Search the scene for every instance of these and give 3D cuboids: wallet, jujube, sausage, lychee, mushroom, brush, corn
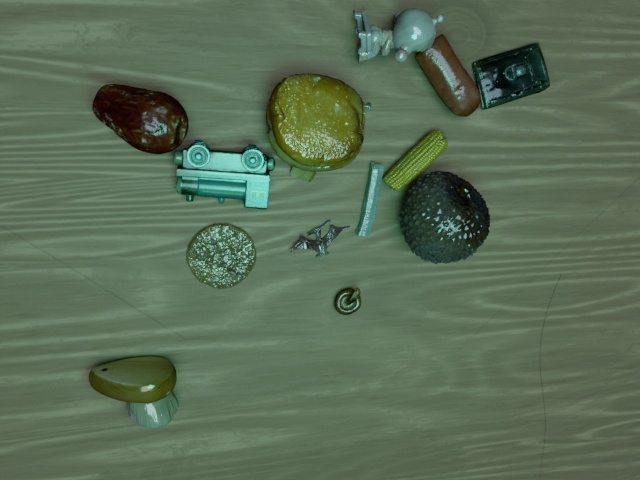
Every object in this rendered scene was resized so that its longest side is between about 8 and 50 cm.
[{"bbox_3d":[0.624,-0.539,1.680,0.236,0.055,0.160,-19,99,-6],"label":"wallet"},{"bbox_3d":[-0.500,-0.346,1.429,0.255,0.190,0.190,27,96,-3],"label":"jujube"},{"bbox_3d":[0.406,-0.507,1.612,0.113,0.113,0.259,-39,105,-1],"label":"sausage"},{"bbox_3d":[0.389,-0.073,1.627,0.300,0.300,0.300,-2,103,-11],"label":"lychee"},{"bbox_3d":[0.104,0.193,1.718,0.088,0.073,0.129,34,128,-3],"label":"mushroom"},{"bbox_3d":[-0.584,0.470,1.605,0.267,0.174,0.166,5,111,-4],"label":"brush"},{"bbox_3d":[0.310,-0.256,1.661,0.248,0.081,0.081,-44,107,-1],"label":"corn"}]

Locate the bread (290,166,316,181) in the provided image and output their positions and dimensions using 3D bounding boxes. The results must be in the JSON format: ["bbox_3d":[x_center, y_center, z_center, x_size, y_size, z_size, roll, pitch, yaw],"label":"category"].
[{"bbox_3d":[-0.051,-0.259,1.622,0.084,0.080,0.109,13,64,-14],"label":"bread"}]

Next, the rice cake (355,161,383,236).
[{"bbox_3d":[0.163,-0.132,1.679,0.045,0.042,0.245,7,100,-17],"label":"rice cake"}]

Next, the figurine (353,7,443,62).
[{"bbox_3d":[0.229,-0.618,1.514,0.257,0.182,0.144,-7,123,7],"label":"figurine"}]

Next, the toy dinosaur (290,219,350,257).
[{"bbox_3d":[0.001,0.000,1.682,0.220,0.032,0.108,-22,102,-16],"label":"toy dinosaur"}]

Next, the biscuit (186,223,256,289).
[{"bbox_3d":[-0.313,0.051,1.629,0.220,0.033,0.220,-2,103,-9],"label":"biscuit"}]

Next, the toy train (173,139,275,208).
[{"bbox_3d":[-0.288,-0.195,1.538,0.298,0.120,0.194,3,107,-12],"label":"toy train"}]

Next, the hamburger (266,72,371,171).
[{"bbox_3d":[-0.005,-0.350,1.512,0.314,0.170,0.290,2,86,-15],"label":"hamburger"}]
